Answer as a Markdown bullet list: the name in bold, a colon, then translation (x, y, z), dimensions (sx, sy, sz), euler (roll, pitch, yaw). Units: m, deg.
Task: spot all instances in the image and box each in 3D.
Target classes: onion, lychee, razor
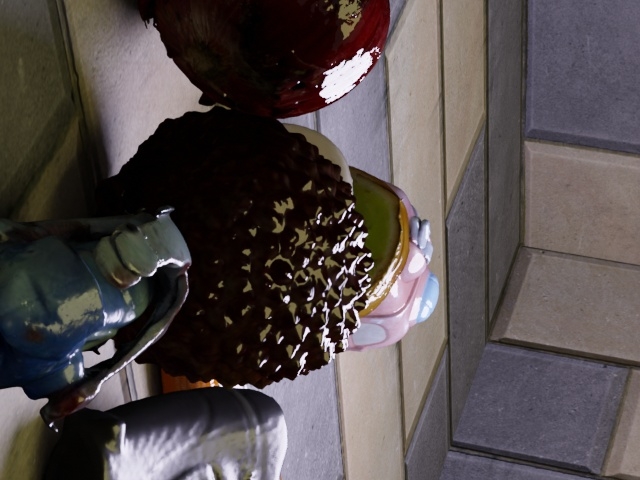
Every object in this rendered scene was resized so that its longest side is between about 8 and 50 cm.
- **onion**: translation (-0.054, -0.263, 2.026), dimensions (0.276, 0.276, 0.276), euler (10, 90, -75)
- **lychee**: translation (-0.096, 0.012, 1.980), dimensions (0.330, 0.306, 0.306), euler (36, 57, -30)
- **razor**: translation (-0.170, 0.266, 2.107), dimensions (0.349, 0.113, 0.204), euler (0, 102, -54)

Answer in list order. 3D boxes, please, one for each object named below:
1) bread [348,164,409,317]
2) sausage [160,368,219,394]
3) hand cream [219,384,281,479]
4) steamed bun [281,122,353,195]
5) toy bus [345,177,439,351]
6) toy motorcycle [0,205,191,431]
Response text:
- **bread**: translation (0.000, 0.000, 2.454), dimensions (0.070, 0.236, 0.236), euler (71, 32, -67)
- **sausage**: translation (-0.156, 0.151, 2.287), dimensions (0.071, 0.071, 0.234), euler (-62, 157, -50)
- **hand cream**: translation (-0.109, 0.229, 2.480), dimensions (0.139, 0.089, 0.314), euler (-63, 153, -51)
- **steamed bun**: translation (-0.055, -0.037, 2.356), dimensions (0.130, 0.177, 0.228), euler (116, -4, -49)
- **toy bus**: translation (0.046, 0.032, 2.636), dimensions (0.294, 0.232, 0.197), euler (80, 25, -50)
- **toy motorcycle**: translation (-0.240, 0.038, 1.690), dimensions (0.241, 0.182, 0.319), euler (-56, 171, 16)
